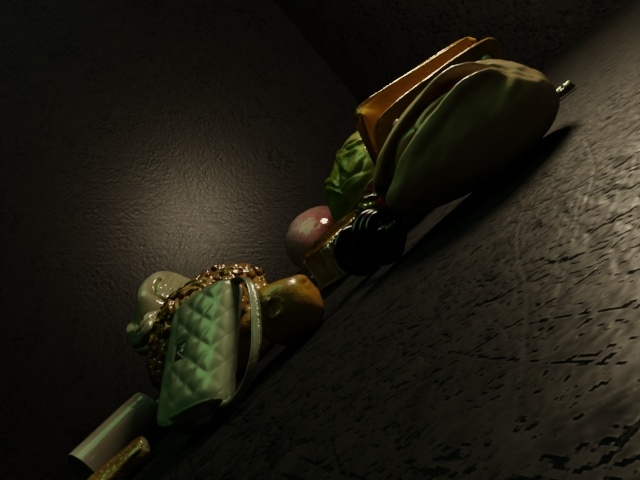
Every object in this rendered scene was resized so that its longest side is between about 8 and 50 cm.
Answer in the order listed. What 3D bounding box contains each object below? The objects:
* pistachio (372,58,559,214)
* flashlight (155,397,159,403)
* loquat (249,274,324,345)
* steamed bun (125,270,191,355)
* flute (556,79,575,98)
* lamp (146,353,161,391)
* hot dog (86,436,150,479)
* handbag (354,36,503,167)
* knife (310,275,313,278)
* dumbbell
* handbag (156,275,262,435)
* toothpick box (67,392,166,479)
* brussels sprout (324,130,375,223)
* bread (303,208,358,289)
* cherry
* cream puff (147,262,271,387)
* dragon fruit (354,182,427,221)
[{"bbox_3d":[0.224,-0.165,0.786,0.318,0.214,0.193,-39,39,11],"label":"pistachio"},{"bbox_3d":[-0.488,0.507,1.597,0.200,0.047,0.093,-39,1,31],"label":"flashlight"},{"bbox_3d":[-0.056,0.118,0.843,0.137,0.113,0.137,-45,-10,-10],"label":"loquat"},{"bbox_3d":[-0.442,0.303,1.613,0.343,0.367,0.255,-95,24,-56],"label":"steamed bun"},{"bbox_3d":[0.457,-0.270,1.088,0.233,0.027,0.027,-39,2,33],"label":"flute"},{"bbox_3d":[-0.370,0.317,1.336,0.223,0.196,0.223,-21,43,21],"label":"lamp"},{"bbox_3d":[-0.398,0.449,0.885,0.215,0.047,0.066,-40,15,-14],"label":"hot dog"},{"bbox_3d":[0.303,-0.292,1.213,0.401,0.283,0.133,-37,36,-10],"label":"handbag"},{"bbox_3d":[-0.004,0.114,1.862,0.096,0.010,0.027,-44,4,-31],"label":"knife"},{"bbox_3d":[0.083,0.006,0.840,0.099,0.099,0.208,-41,0,-27],"label":"dumbbell"},{"bbox_3d":[-0.174,0.173,0.800,0.219,0.079,0.256,-37,39,30],"label":"handbag"},{"bbox_3d":[-0.423,0.424,1.036,0.111,0.111,0.180,-39,3,42],"label":"toothpick box"},{"bbox_3d":[0.142,-0.169,1.414,0.328,0.247,0.328,-37,38,36],"label":"brussels sprout"},{"bbox_3d":[0.062,0.008,1.200,0.210,0.110,0.192,-41,2,-26],"label":"bread"},{"bbox_3d":[-0.004,-0.007,1.563,0.239,0.206,0.239,-29,-5,-3],"label":"cherry"},{"bbox_3d":[-0.244,0.194,1.098,0.327,0.231,0.343,-45,4,-37],"label":"cream puff"},{"bbox_3d":[0.165,-0.093,1.072,0.236,0.137,0.135,-47,3,-27],"label":"dragon fruit"}]
